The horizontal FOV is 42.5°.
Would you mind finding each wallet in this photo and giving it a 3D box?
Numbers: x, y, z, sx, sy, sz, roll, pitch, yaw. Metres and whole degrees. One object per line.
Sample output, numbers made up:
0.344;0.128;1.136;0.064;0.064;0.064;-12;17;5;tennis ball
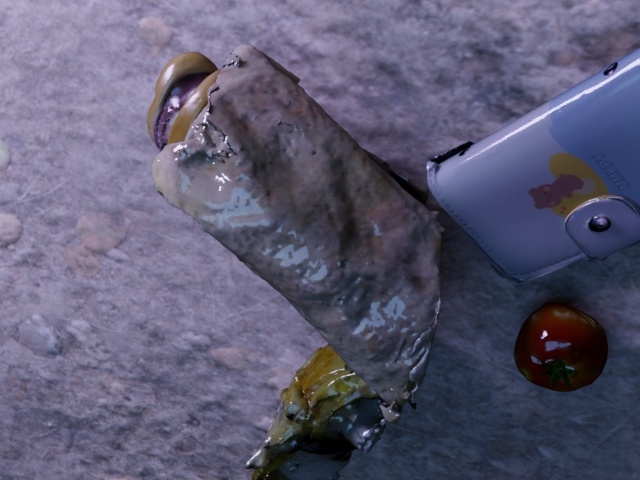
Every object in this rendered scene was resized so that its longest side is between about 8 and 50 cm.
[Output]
0.223;-0.058;0.702;0.231;0.069;0.170;-28;118;37;wallet

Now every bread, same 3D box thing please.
-0.074;-0.081;0.824;0.225;0.081;0.134;31;125;4;bread

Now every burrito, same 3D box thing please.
0.010;-0.008;0.732;0.175;0.107;0.348;-43;99;9;burrito

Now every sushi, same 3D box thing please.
0.011;0.199;0.899;0.131;0.139;0.291;38;124;-6;sushi

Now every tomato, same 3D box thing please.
0.228;0.098;0.778;0.087;0.075;0.087;7;128;9;tomato
